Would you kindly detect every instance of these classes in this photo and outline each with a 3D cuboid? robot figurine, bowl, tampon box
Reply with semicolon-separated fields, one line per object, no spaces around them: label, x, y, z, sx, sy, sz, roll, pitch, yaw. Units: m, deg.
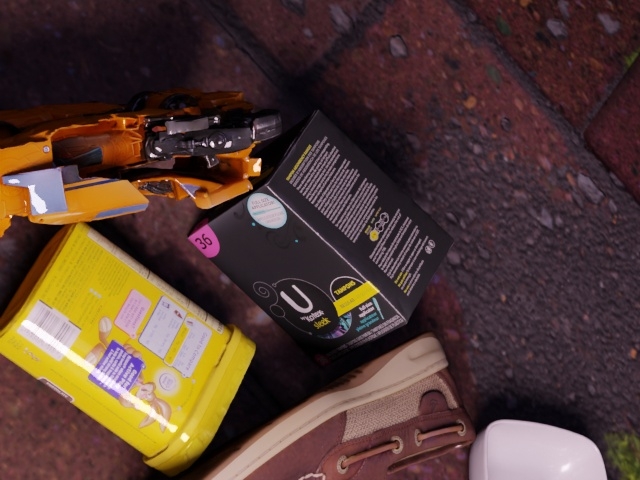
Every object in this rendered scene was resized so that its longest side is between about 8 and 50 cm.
robot figurine;-0.172;-0.059;1.242;0.291;0.211;0.085;-12;105;-38
bowl;0.182;0.230;1.450;0.142;0.053;0.142;14;61;-31
tampon box;0.000;0.000;1.376;0.161;0.120;0.101;43;49;-12

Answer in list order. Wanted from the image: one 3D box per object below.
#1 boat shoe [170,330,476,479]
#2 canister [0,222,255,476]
boat shoe;0.002;0.183;1.296;0.342;0.123;0.123;-25;84;-48
canister;-0.147;0.077;1.261;0.170;0.073;0.126;38;50;-15
